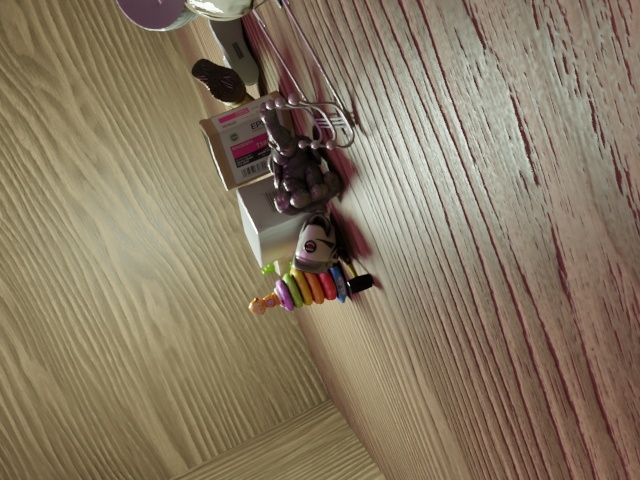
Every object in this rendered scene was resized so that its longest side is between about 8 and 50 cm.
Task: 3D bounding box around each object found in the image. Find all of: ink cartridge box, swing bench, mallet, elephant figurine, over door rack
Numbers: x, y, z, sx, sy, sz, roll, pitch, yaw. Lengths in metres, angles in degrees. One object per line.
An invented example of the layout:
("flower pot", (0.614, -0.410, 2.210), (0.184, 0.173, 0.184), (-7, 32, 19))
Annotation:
("ink cartridge box", (-0.186, -0.270, 1.525), (0.088, 0.234, 0.193), (56, 166, 42))
("swing bench", (-0.260, -0.647, 1.255), (0.255, 0.165, 0.253), (67, 169, -6))
("mallet", (0.089, 0.067, 1.473), (0.190, 0.062, 0.039), (-103, -1, -54))
("elephant figurine", (-0.060, -0.191, 1.331), (0.186, 0.169, 0.240), (-39, 73, 52))
("over door rack", (-0.055, -0.330, 1.099), (0.324, 0.108, 0.239), (69, 168, -16))

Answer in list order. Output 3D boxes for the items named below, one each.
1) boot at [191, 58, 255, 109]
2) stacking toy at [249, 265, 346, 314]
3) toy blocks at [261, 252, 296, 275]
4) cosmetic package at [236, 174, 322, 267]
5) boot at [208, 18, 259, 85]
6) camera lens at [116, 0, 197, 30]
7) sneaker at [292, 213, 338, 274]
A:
("boot", (-0.225, -0.406, 1.635), (0.236, 0.089, 0.269), (46, -174, 34))
("stacking toy", (-0.083, 0.155, 1.755), (0.166, 0.301, 0.175), (-129, 19, -55))
("toy blocks", (-0.165, -0.018, 2.225), (0.381, 0.190, 0.261), (-161, 59, -75))
("cosmetic package", (-0.124, -0.065, 1.731), (0.156, 0.217, 0.385), (63, 167, 12))
("boot", (-0.268, -0.573, 1.628), (0.123, 0.095, 0.258), (29, 143, 62))
("camera lens", (-0.411, -0.700, 1.521), (0.274, 0.219, 0.220), (-72, -31, -57))
("sneaker", (0.000, 0.000, 1.566), (0.330, 0.122, 0.146), (-64, -15, -85))
